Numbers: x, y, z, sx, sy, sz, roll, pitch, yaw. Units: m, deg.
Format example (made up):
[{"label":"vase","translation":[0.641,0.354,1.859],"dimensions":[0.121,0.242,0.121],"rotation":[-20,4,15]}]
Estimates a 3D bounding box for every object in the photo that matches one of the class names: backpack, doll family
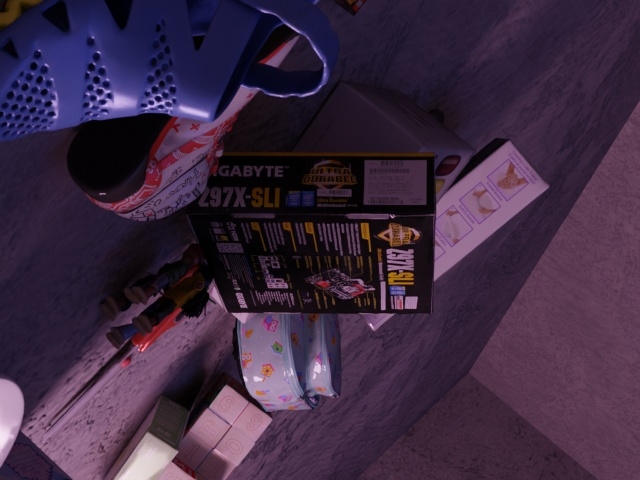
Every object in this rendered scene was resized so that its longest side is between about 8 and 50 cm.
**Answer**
[{"label":"backpack","translation":[-0.046,0.146,1.893],"dimensions":[0.188,0.144,0.165],"rotation":[42,43,-66]},{"label":"doll family","translation":[-0.170,0.059,1.496],"dimensions":[0.111,0.076,0.193],"rotation":[-38,-169,-30]}]

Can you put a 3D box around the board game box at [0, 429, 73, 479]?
[{"label":"board game box","translation":[-0.295,0.329,1.345],"dimensions":[0.066,0.318,0.319],"rotation":[-55,165,14]}]

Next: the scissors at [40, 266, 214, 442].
[{"label":"scissors","translation":[-0.220,0.133,1.653],"dimensions":[0.297,0.021,0.109],"rotation":[-51,167,-3]}]

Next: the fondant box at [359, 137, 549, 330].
[{"label":"fondant box","translation":[0.176,-0.016,2.063],"dimensions":[0.330,0.096,0.238],"rotation":[-41,-178,5]}]

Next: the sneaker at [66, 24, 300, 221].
[{"label":"sneaker","translation":[-0.107,-0.128,1.243],"dimensions":[0.270,0.090,0.145],"rotation":[-46,165,-4]}]

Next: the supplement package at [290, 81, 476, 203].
[{"label":"supplement package","translation":[0.079,-0.102,1.733],"dimensions":[0.139,0.134,0.244],"rotation":[-54,164,16]}]

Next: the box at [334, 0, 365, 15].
[{"label":"box","translation":[0.037,-0.288,1.385],"dimensions":[0.094,0.027,0.137],"rotation":[-53,164,3]}]

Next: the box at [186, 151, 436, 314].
[{"label":"box","translation":[0.000,0.000,1.536],"dimensions":[0.322,0.257,0.079],"rotation":[78,11,-68]}]

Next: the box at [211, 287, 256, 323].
[{"label":"box","translation":[-0.014,-0.006,1.831],"dimensions":[0.324,0.063,0.067],"rotation":[-38,162,-38]}]

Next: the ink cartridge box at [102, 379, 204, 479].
[{"label":"ink cartridge box","translation":[-0.241,0.289,1.906],"dimensions":[0.171,0.056,0.235],"rotation":[-55,-172,17]}]

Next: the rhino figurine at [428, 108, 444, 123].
[{"label":"rhino figurine","translation":[0.132,-0.111,1.967],"dimensions":[0.106,0.073,0.243],"rotation":[-42,166,-26]}]

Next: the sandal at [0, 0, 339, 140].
[{"label":"sandal","translation":[-0.111,-0.144,1.026],"dimensions":[0.317,0.138,0.126],"rotation":[-25,158,-19]}]

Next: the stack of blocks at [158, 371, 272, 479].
[{"label":"stack of blocks","translation":[-0.194,0.340,1.974],"dimensions":[0.297,0.087,0.171],"rotation":[-51,-173,-1]}]

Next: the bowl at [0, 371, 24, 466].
[{"label":"bowl","translation":[-0.387,0.178,1.077],"dimensions":[0.298,0.134,0.298],"rotation":[-46,164,-17]}]
